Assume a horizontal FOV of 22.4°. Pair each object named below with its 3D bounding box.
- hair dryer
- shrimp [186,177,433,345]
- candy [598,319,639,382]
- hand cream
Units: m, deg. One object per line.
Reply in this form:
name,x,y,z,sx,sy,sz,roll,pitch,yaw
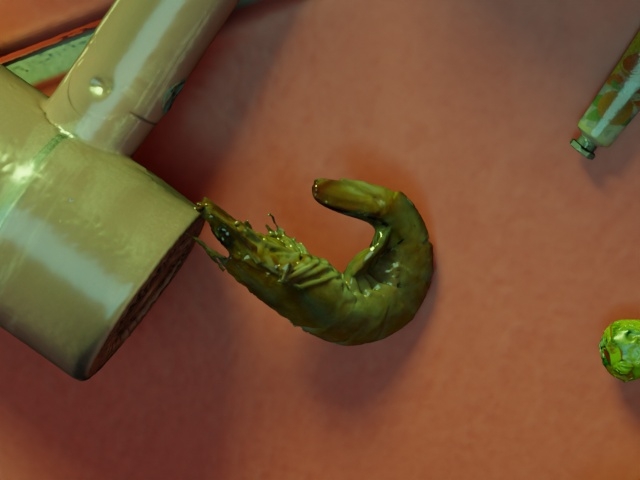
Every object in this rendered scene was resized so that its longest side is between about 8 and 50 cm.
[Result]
hair dryer,-0.118,-0.119,0.912,0.210,0.125,0.352,36,98,3
shrimp,0.003,0.004,0.908,0.162,0.045,0.095,33,112,-33
candy,0.216,0.044,0.917,0.123,0.035,0.035,-25,80,8
hand cream,0.174,-0.090,0.895,0.035,0.022,0.102,37,103,6
